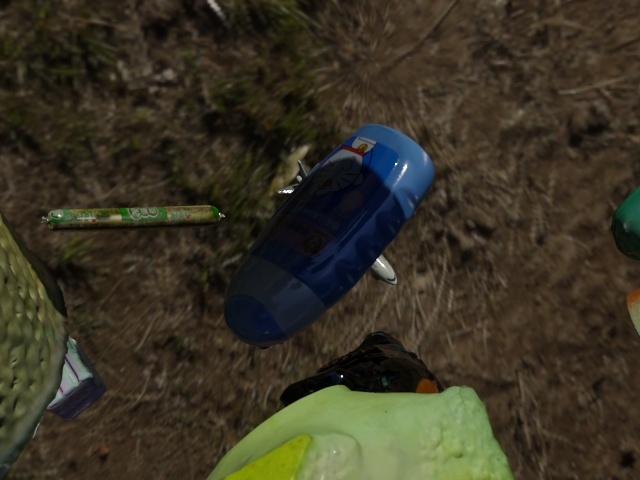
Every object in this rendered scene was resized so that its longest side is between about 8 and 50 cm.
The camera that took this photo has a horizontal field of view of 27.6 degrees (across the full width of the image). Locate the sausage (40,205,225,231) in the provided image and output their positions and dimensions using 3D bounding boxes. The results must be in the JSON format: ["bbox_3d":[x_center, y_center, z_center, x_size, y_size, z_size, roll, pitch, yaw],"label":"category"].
[{"bbox_3d":[-0.256,-0.030,1.807,0.269,0.033,0.033,-2,99,-28],"label":"sausage"}]

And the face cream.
[{"bbox_3d":[0.000,0.000,1.328,0.264,0.149,0.083,-50,126,-16],"label":"face cream"}]

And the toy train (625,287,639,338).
[{"bbox_3d":[0.453,0.067,1.351,0.285,0.116,0.177,-34,71,27],"label":"toy train"}]

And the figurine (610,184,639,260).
[{"bbox_3d":[0.404,-0.010,1.057,0.323,0.231,0.340,19,112,21],"label":"figurine"}]

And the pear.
[{"bbox_3d":[0.008,0.243,0.774,0.176,0.282,0.286,-33,76,39],"label":"pear"}]

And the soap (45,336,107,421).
[{"bbox_3d":[-0.359,0.167,1.711,0.100,0.056,0.149,-39,54,-5],"label":"soap"}]

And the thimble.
[{"bbox_3d":[-0.327,0.060,0.921,0.270,0.150,0.271,-7,55,10],"label":"thimble"}]

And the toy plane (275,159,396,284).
[{"bbox_3d":[0.033,-0.018,1.858,0.226,0.058,0.226,-35,79,-21],"label":"toy plane"}]

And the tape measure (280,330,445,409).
[{"bbox_3d":[0.056,0.192,1.055,0.135,0.202,0.223,-20,88,18],"label":"tape measure"}]
